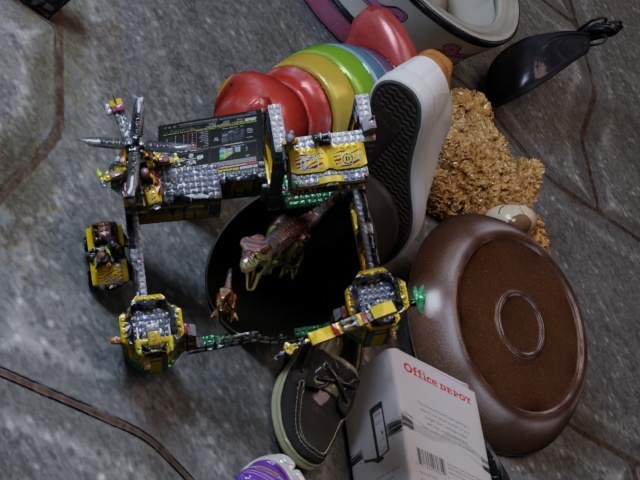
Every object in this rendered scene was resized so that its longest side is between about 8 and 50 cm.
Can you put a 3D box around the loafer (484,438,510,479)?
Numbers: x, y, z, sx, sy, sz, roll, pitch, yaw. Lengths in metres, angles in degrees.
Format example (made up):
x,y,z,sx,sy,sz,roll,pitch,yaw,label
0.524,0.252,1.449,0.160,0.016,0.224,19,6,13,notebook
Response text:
x,y,z,sx,sy,sz,roll,pitch,yaw,label
0.193,0.287,1.980,0.170,0.062,0.061,64,9,9,loafer

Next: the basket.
x,y,z,sx,sy,sz,roll,pitch,yaw,label
0.000,0.000,1.874,0.154,0.204,0.227,53,21,0,basket

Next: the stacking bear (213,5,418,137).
x,y,z,sx,sy,sz,roll,pitch,yaw,label
-0.016,-0.157,2.034,0.289,0.175,0.164,-20,70,-49,stacking bear

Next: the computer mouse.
x,y,z,sx,sy,sz,roll,pitch,yaw,label
0.332,-0.284,2.643,0.272,0.188,0.072,-35,98,-49,computer mouse

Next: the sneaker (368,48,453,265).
x,y,z,sx,sy,sz,roll,pitch,yaw,label
0.103,-0.094,2.000,0.106,0.290,0.123,31,45,15,sneaker

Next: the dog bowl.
x,y,z,sx,sy,sz,roll,pitch,yaw,label
0.096,-0.409,2.437,0.408,0.150,0.408,34,36,-30,dog bowl

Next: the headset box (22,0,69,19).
x,y,z,sx,sy,sz,roll,pitch,yaw,label
-0.288,-0.284,1.837,0.062,0.083,0.032,33,37,-31,headset box

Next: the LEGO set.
x,y,z,sx,sy,sz,roll,pitch,yaw,label
-0.062,-0.010,1.611,0.331,0.192,0.255,1,71,-4,LEGO set

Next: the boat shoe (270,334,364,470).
x,y,z,sx,sy,sz,roll,pitch,yaw,label
0.004,0.147,1.826,0.080,0.073,0.223,42,32,-20,boat shoe

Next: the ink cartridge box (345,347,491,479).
x,y,z,sx,sy,sz,roll,pitch,yaw,label
0.108,0.239,1.867,0.148,0.086,0.203,30,37,-36,ink cartridge box

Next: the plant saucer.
x,y,z,sx,sy,sz,roll,pitch,yaw,label
0.234,0.109,2.123,0.310,0.050,0.310,19,61,-37,plant saucer

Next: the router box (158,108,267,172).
x,y,z,sx,sy,sz,roll,pitch,yaw,label
-0.114,-0.089,1.851,0.038,0.122,0.092,74,9,-47,router box

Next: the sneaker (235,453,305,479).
x,y,z,sx,sy,sz,roll,pitch,yaw,label
-0.028,0.291,1.667,0.071,0.068,0.170,-23,70,-44,sneaker

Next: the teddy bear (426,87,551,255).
x,y,z,sx,sy,sz,roll,pitch,yaw,label
0.215,-0.090,2.324,0.245,0.113,0.338,31,37,-31,teddy bear
